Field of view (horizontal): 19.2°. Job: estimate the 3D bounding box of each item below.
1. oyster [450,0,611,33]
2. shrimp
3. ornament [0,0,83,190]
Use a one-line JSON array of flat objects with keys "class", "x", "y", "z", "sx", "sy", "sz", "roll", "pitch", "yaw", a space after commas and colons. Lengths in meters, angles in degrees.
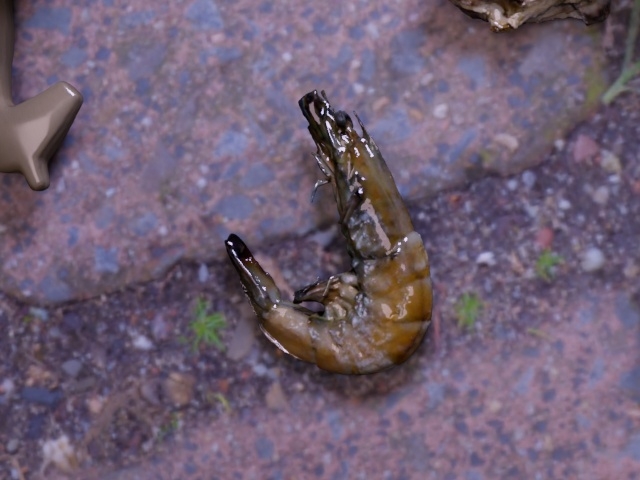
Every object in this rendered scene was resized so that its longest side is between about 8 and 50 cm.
[{"class": "oyster", "x": 0.150, "y": -0.202, "z": 1.391, "sx": 0.165, "sy": 0.053, "sz": 0.108, "roll": -14, "pitch": 95, "yaw": 8}, {"class": "shrimp", "x": 0.000, "y": 0.000, "z": 1.430, "sx": 0.150, "sy": 0.051, "sz": 0.217, "roll": -19, "pitch": 88, "yaw": 22}, {"class": "ornament", "x": -0.301, "y": -0.154, "z": 1.508, "sx": 0.230, "sy": 0.061, "sz": 0.245, "roll": -5, "pitch": 85, "yaw": 14}]
